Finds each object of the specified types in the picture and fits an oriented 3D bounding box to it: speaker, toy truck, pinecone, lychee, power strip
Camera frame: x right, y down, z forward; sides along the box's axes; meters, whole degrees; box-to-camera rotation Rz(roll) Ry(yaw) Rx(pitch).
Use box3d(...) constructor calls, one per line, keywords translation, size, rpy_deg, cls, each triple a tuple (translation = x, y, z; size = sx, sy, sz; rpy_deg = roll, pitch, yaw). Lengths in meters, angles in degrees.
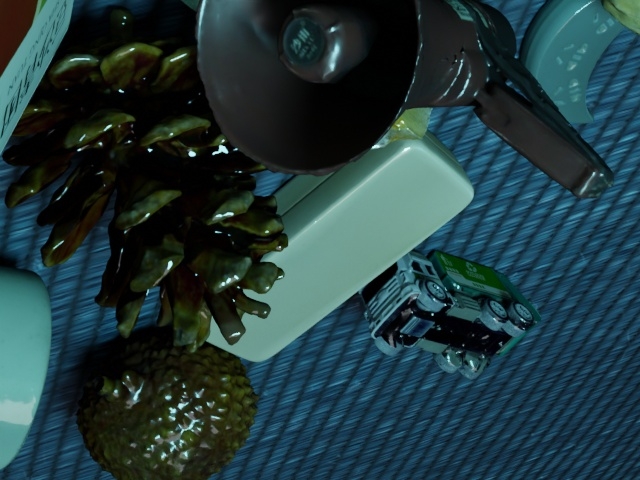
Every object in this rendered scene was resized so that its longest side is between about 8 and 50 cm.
box3d(translation=(0.102, -0.150, 0.852), size=(0.330, 0.259, 0.198), rpy_deg=(-9, 111, -51), cls="speaker")
box3d(translation=(0.164, 0.087, 1.293), size=(0.253, 0.124, 0.114), rpy_deg=(18, 124, -36), cls="toy truck")
box3d(translation=(-0.147, -0.047, 0.903), size=(0.244, 0.309, 0.244), rpy_deg=(-22, 175, -2), cls="pinecone")
box3d(translation=(-0.179, 0.196, 1.203), size=(0.200, 0.200, 0.238), rpy_deg=(-33, 150, 12), cls="lychee")
box3d(translation=(0.285, -0.217, 1.079), size=(0.137, 0.044, 0.216), rpy_deg=(5, 133, -28), cls="power strip")

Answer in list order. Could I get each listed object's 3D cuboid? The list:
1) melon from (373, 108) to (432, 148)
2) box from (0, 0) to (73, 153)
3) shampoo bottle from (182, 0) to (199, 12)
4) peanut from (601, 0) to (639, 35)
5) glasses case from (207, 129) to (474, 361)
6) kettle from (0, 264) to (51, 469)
box3d(translation=(0.017, -0.136, 1.009), size=(0.202, 0.093, 0.139), rpy_deg=(27, 126, -38), cls="melon")
box3d(translation=(-0.225, -0.185, 0.592), size=(0.122, 0.344, 0.385), rpy_deg=(19, 138, -8), cls="box")
box3d(translation=(-0.043, -0.266, 0.873), size=(0.069, 0.041, 0.190), rpy_deg=(24, 121, -38), cls="shampoo bottle")
box3d(translation=(0.395, -0.281, 0.966), size=(0.313, 0.152, 0.152), rpy_deg=(-30, 142, -14), cls="peanut")
box3d(translation=(0.000, 0.000, 1.156), size=(0.336, 0.076, 0.144), rpy_deg=(-38, 137, 17), cls="glasses case")
box3d(translation=(-0.451, 0.093, 0.988), size=(0.318, 0.265, 0.205), rpy_deg=(13, 96, -36), cls="kettle")
